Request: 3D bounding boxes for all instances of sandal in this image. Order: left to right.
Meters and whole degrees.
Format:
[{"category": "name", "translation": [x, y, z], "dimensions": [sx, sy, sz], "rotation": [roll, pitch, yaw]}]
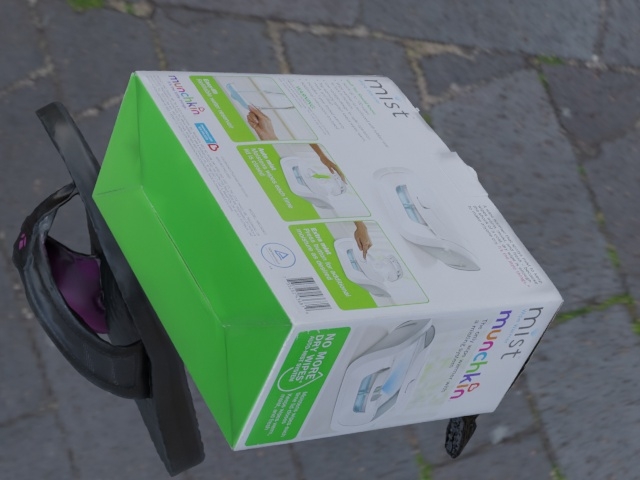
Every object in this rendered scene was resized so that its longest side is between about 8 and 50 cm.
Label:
[{"category": "sandal", "translation": [-0.199, 0.075, 1.311], "dimensions": [0.107, 0.445, 0.167], "rotation": [-23, 45, -12]}]

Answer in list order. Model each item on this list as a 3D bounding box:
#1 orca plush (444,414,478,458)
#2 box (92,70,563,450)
[{"category": "orca plush", "translation": [0.083, 0.130, 1.333], "dimensions": [0.151, 0.287, 0.102], "rotation": [-25, 44, 6]}, {"category": "box", "translation": [0.000, 0.000, 1.036], "dimensions": [0.262, 0.231, 0.126], "rotation": [55, 134, 36]}]
